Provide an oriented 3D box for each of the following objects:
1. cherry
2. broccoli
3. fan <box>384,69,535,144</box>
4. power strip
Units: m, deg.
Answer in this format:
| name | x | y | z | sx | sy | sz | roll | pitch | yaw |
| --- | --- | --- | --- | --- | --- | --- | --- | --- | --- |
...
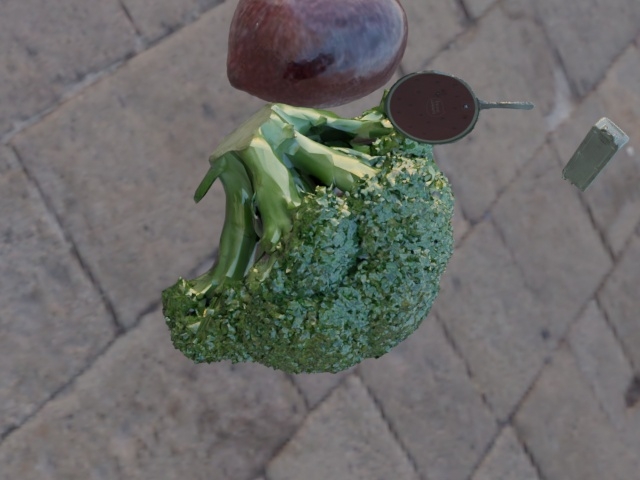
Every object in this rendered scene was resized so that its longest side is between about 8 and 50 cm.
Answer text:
| name | x | y | z | sx | sy | sz | roll | pitch | yaw |
| --- | --- | --- | --- | --- | --- | --- | --- | --- | --- |
| cherry | -0.006 | -0.290 | 1.892 | 0.300 | 0.203 | 0.230 | -35 | 85 | -28 |
| broccoli | 0.003 | 0.000 | 1.572 | 0.413 | 0.321 | 0.310 | -41 | 136 | -12 |
| fan | 0.123 | -0.118 | 1.213 | 0.005 | 0.133 | 0.085 | -79 | 163 | -45 |
| power strip | 0.210 | -0.065 | 1.058 | 0.017 | 0.083 | 0.027 | -39 | 78 | -27 |
